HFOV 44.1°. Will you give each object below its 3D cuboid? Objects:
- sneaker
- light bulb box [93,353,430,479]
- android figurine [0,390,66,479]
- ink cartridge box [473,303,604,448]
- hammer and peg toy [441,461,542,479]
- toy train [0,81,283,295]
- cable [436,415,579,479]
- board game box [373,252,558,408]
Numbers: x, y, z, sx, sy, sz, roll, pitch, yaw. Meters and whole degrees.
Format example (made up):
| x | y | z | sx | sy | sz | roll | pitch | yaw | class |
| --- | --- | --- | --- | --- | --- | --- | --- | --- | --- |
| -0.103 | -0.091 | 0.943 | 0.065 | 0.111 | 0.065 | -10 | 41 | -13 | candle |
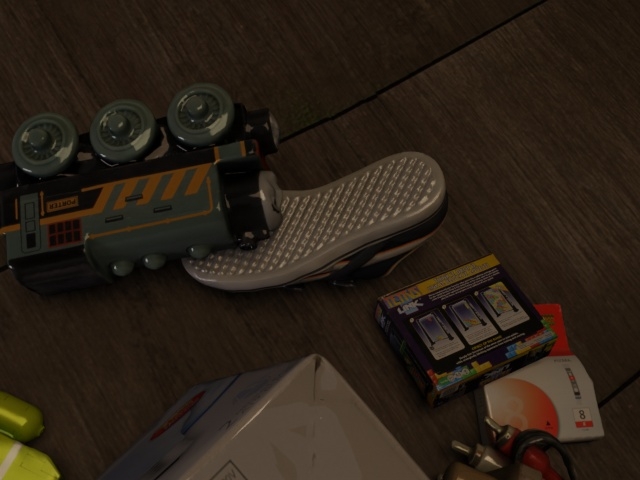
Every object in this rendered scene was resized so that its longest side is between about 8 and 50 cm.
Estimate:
| x | y | z | sx | sy | sz | roll | pitch | yaw | class |
| --- | --- | --- | --- | --- | --- | --- | --- | --- | --- |
| 0.000 | 0.000 | 0.951 | 0.321 | 0.127 | 0.126 | -15 | 63 | 9 | sneaker |
| -0.116 | 0.298 | 0.628 | 0.358 | 0.361 | 0.225 | -41 | 95 | -27 | light bulb box |
| -0.373 | 0.265 | 0.788 | 0.273 | 0.056 | 0.248 | 24 | 64 | 0 | android figurine |
| 0.258 | 0.160 | 0.971 | 0.145 | 0.045 | 0.179 | -1 | 70 | -13 | ink cartridge box |
| 0.124 | 0.331 | 0.696 | 0.127 | 0.361 | 0.266 | 23 | 66 | -1 | hammer and peg toy |
| -0.202 | -0.054 | 0.891 | 0.334 | 0.142 | 0.190 | -11 | 71 | 2 | toy train |
| 0.281 | 0.294 | 0.884 | 0.287 | 0.139 | 0.072 | 30 | 24 | -5 | cable |
| 0.172 | 0.105 | 0.954 | 0.170 | 0.048 | 0.141 | -19 | 54 | -18 | board game box |
